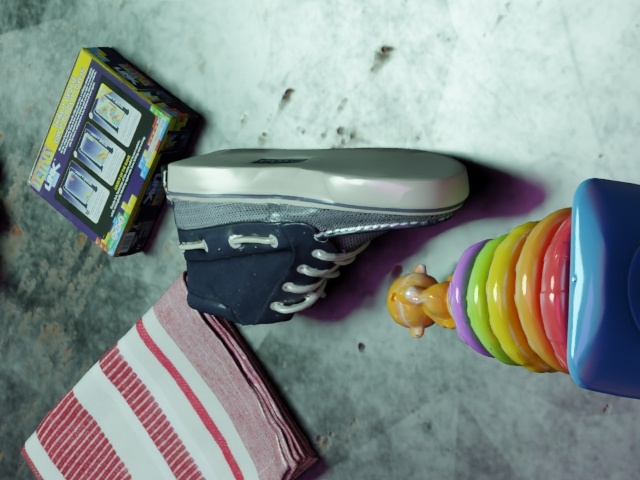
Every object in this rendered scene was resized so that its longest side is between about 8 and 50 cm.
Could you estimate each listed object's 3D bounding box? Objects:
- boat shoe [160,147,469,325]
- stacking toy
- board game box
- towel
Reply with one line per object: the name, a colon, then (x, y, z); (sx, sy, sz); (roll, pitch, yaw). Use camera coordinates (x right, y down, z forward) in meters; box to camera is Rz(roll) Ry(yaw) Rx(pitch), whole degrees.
boat shoe: (0.000, 0.000, 1.699); (0.340, 0.127, 0.158); (5, 106, 43)
stacking toy: (0.172, 0.051, 1.570); (0.302, 0.166, 0.175); (-6, 78, 46)
board game box: (-0.215, -0.091, 1.869); (0.141, 0.048, 0.170); (39, 118, 26)
towel: (-0.171, 0.219, 1.892); (0.329, 0.037, 0.237); (-45, 71, 31)
